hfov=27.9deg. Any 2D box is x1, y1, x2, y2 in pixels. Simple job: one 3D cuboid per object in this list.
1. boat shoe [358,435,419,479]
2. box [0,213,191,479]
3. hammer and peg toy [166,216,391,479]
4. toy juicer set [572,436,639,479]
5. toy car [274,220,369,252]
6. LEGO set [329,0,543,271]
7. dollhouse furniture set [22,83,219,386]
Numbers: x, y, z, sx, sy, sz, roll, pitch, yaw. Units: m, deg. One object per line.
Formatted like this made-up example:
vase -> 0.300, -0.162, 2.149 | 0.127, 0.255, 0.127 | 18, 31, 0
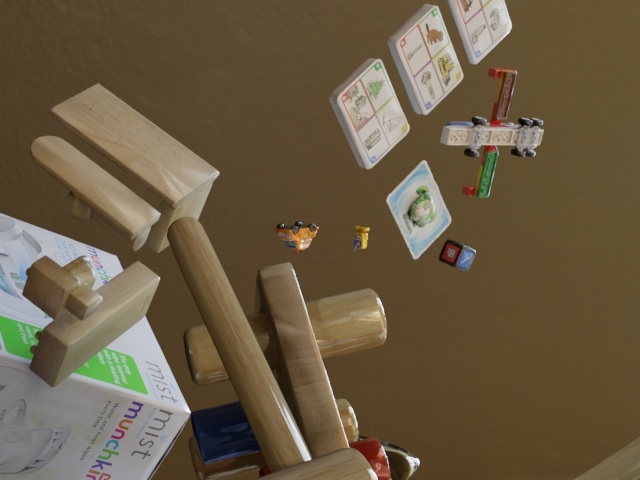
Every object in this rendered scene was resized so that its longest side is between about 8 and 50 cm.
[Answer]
boat shoe -> 0.055, 0.280, 1.654 | 0.049, 0.152, 0.056 | 7, -86, -60
box -> -0.269, 0.092, 1.119 | 0.231, 0.262, 0.126 | 23, -72, -33
hammer and peg toy -> 0.001, 0.146, 0.782 | 0.127, 0.266, 0.361 | -12, -28, -11
toy juicer set -> 0.218, 0.323, 1.003 | 0.209, 0.329, 0.089 | -20, -27, 36
toy car -> 0.000, 0.000, 1.716 | 0.060, 0.122, 0.040 | -15, -71, -59
LEGO set -> 0.101, -0.090, 1.067 | 0.182, 0.060, 0.244 | -45, -46, -18
dollhouse furniture set -> -0.188, -0.006, 0.989 | 0.144, 0.123, 0.151 | -40, -17, -48
